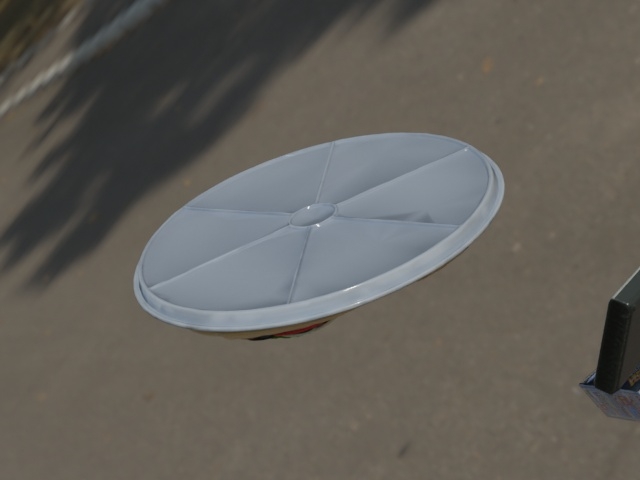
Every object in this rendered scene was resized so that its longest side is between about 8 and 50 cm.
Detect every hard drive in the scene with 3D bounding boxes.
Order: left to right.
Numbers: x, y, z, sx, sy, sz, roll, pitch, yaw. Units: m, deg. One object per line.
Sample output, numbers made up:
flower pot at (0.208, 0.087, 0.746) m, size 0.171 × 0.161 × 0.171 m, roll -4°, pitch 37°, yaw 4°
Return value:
hard drive at (0.271, 0.056, 1.289) m, size 0.135 × 0.022 × 0.094 m, roll -39°, pitch -37°, yaw -44°

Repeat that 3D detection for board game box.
board game box at (0.413, 0.148, 1.848) m, size 0.194 × 0.060 × 0.194 m, roll -42°, pitch 6°, yaw 5°

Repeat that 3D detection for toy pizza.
toy pizza at (0.000, 0.000, 0.813) m, size 0.201 × 0.032 × 0.201 m, roll -14°, pitch 25°, yaw 7°
